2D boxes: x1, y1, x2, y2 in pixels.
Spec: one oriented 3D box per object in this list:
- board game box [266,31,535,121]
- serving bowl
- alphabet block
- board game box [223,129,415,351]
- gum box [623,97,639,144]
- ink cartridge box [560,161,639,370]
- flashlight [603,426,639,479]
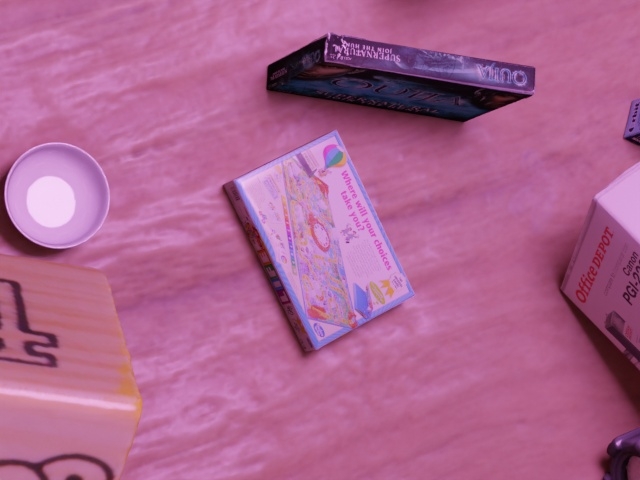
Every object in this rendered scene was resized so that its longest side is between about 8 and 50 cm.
[{"bbox_3d":[0.065,-0.131,1.490,0.186,0.126,0.026,7,81,-22],"label":"board game box"},{"bbox_3d":[-0.207,-0.033,1.417,0.083,0.027,0.083,3,83,-22],"label":"serving bowl"},{"bbox_3d":[-0.252,0.126,1.255,0.197,0.193,0.192,11,117,-22],"label":"alphabet block"},{"bbox_3d":[0.000,0.000,1.500,0.103,0.026,0.154,-27,94,-23],"label":"board game box"},{"bbox_3d":[0.380,-0.094,1.585,0.157,0.184,0.041,21,76,-20],"label":"gum box"},{"bbox_3d":[0.312,0.053,1.509,0.092,0.158,0.218,-32,66,-22],"label":"ink cartridge box"},{"bbox_3d":[0.397,0.175,1.609,0.304,0.103,0.103,-18,62,-25],"label":"flashlight"}]
